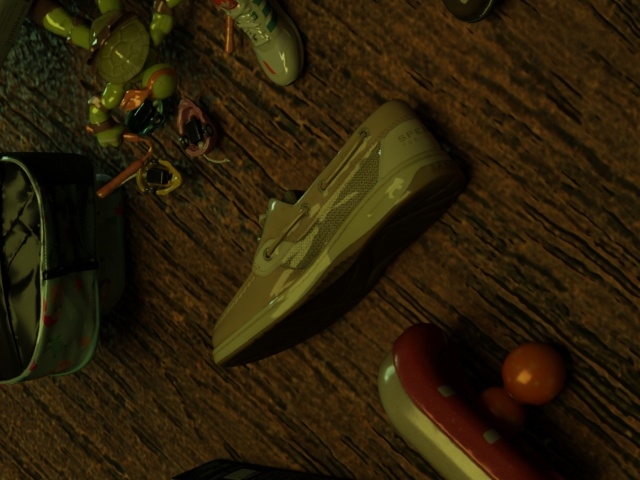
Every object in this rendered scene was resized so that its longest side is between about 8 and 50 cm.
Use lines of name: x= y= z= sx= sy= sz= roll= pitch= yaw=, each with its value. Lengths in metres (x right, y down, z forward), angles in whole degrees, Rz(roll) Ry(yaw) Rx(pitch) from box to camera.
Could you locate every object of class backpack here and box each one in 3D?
backpack: x=-0.332 y=0.031 z=2.075 sx=0.225 sy=0.191 sz=0.254 roll=-1 pitch=90 yaw=41

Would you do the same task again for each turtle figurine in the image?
turtle figurine: x=-0.218 y=-0.197 z=1.958 sx=0.217 sy=0.087 sz=0.269 roll=44 pitch=113 yaw=30

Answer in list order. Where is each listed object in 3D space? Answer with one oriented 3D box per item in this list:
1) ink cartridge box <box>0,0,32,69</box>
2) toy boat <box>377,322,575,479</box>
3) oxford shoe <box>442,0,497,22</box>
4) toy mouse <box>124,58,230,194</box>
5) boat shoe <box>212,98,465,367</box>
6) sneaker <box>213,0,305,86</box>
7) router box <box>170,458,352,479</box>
ink cartridge box: x=-0.455 y=-0.295 z=2.031 sx=0.330 sy=0.071 sz=0.324 roll=26 pitch=94 yaw=26
toy boat: x=0.166 y=0.155 z=1.739 sx=0.231 sy=0.151 sz=0.151 roll=43 pitch=96 yaw=23
oxford shoe: x=0.103 y=-0.303 z=1.672 sx=0.082 sy=0.096 sz=0.227 roll=-7 pitch=99 yaw=40
toy mouse: x=-0.155 y=-0.119 z=1.987 sx=0.161 sy=0.031 sz=0.143 roll=3 pitch=92 yaw=35
boat shoe: x=0.000 y=0.000 z=1.840 sx=0.341 sy=0.121 sz=0.110 roll=-44 pitch=68 yaw=29
sneaker: x=-0.073 y=-0.225 z=1.858 sx=0.057 sy=0.075 sz=0.161 roll=-19 pitch=89 yaw=42
router box: x=-0.032 y=0.400 z=1.996 sx=0.243 sy=0.081 sz=0.309 roll=4 pitch=104 yaw=41
